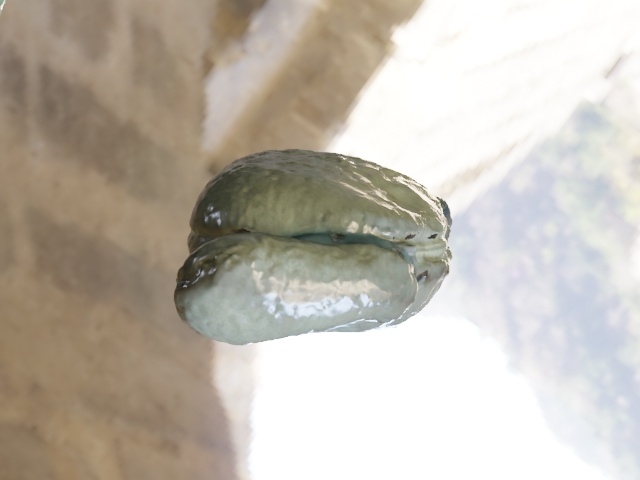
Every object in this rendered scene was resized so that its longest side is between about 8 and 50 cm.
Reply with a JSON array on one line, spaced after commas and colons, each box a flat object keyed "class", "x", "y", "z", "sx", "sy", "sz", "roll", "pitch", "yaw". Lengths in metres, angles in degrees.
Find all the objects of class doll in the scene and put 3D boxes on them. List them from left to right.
[{"class": "doll", "x": 0.000, "y": 0.000, "z": 0.749, "sx": 0.103, "sy": 0.071, "sz": 0.214, "roll": 0, "pitch": -173, "yaw": 11}]

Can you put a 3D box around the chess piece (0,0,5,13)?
[{"class": "chess piece", "x": -0.216, "y": -0.241, "z": 1.090, "sx": 0.194, "sy": 0.194, "sz": 0.299, "roll": 34, "pitch": -145, "yaw": -26}]
